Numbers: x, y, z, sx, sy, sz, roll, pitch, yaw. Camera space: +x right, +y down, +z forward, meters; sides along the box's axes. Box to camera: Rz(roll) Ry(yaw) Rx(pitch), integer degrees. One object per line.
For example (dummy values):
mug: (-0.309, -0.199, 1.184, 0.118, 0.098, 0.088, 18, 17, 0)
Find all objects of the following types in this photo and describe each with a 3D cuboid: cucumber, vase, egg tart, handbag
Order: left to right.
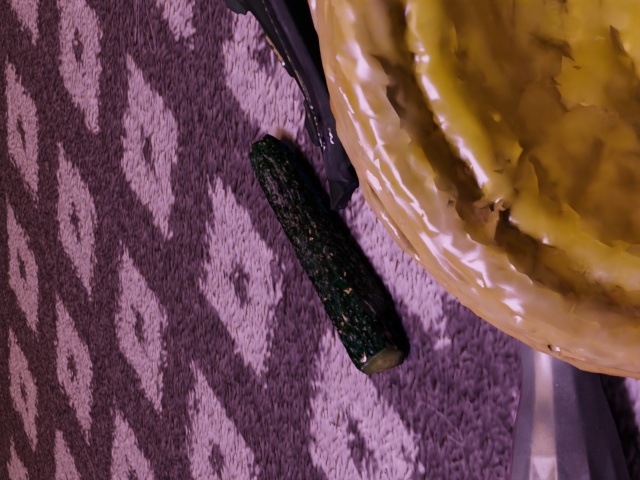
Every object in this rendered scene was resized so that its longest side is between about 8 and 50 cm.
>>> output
handbag: (-0.012, -0.148, 0.927, 0.260, 0.079, 0.248, 120, 125, -86)
cucumber: (-0.001, 0.000, 1.107, 0.257, 0.043, 0.044, 61, 144, 35)
vase: (0.145, 0.119, 0.813, 0.086, 0.086, 0.214, -2, 94, 64)
egg tart: (0.165, -0.114, 0.521, 0.345, 0.132, 0.345, 6, 107, 19)
